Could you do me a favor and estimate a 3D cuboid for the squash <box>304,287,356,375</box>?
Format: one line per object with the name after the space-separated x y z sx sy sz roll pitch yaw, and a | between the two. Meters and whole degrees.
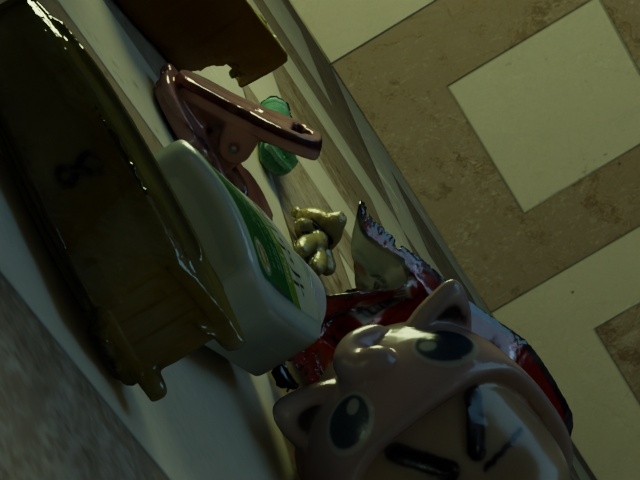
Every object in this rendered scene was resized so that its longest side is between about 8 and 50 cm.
0.054 0.139 1.354 0.094 0.094 0.224 33 34 -76 | squash

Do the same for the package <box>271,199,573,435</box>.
0.078 0.107 1.295 0.269 0.194 0.071 50 -29 -18 | package

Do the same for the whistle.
-0.044 -0.104 1.841 0.039 0.039 0.186 57 6 -16 | whistle

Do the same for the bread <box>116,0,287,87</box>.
-0.107 -0.194 1.564 0.049 0.088 0.226 59 5 31 | bread

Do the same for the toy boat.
-0.109 -0.026 0.897 0.226 0.068 0.088 59 1 23 | toy boat

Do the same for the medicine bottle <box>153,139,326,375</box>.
-0.052 0.018 1.095 0.119 0.069 0.183 59 5 23 | medicine bottle

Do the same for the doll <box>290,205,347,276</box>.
-0.008 0.004 1.687 0.061 0.051 0.093 58 36 -17 | doll

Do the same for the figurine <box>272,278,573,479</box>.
0.095 0.170 1.127 0.186 0.176 0.287 26 -39 53 | figurine

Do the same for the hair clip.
-0.079 -0.063 1.436 0.138 0.102 0.123 25 10 -7 | hair clip
